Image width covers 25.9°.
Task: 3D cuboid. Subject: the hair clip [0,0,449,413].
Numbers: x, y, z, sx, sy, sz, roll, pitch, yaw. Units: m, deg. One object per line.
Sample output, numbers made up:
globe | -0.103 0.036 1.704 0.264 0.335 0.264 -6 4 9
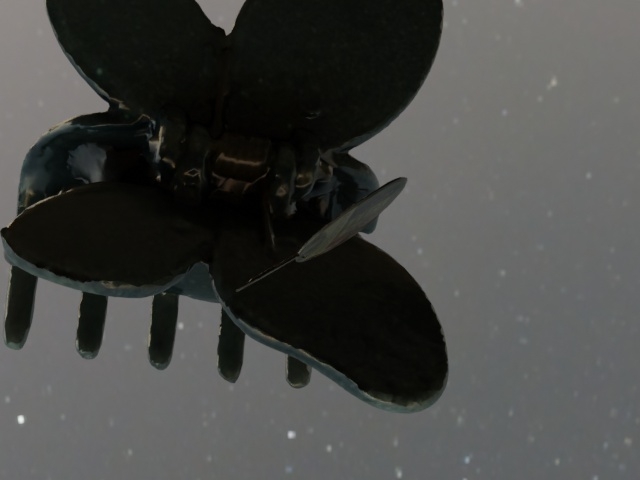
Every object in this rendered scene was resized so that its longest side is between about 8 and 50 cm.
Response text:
hair clip | -0.084 -0.020 1.086 0.318 0.238 0.392 8 -120 -13

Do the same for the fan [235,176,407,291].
fan | 0.007 -0.006 0.553 0.003 0.060 0.080 54 -142 9
